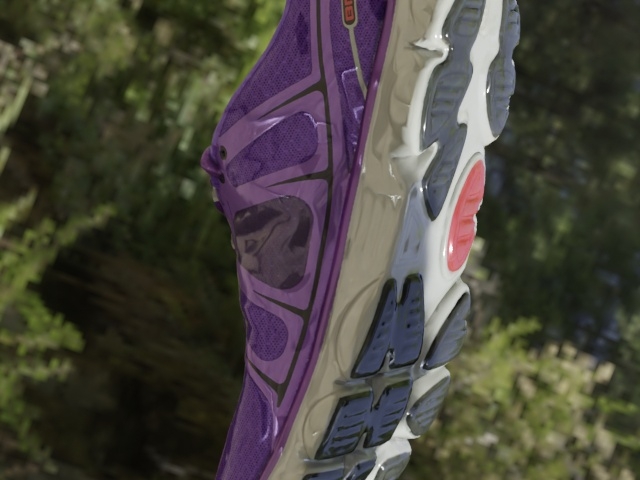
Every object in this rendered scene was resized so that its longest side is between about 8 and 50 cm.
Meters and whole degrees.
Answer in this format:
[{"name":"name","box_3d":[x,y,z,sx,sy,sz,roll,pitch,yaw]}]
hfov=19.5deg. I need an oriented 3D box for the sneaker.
[{"name":"sneaker","box_3d":[0.000,0.000,0.473,0.071,0.068,0.170,18,-82,28]}]
